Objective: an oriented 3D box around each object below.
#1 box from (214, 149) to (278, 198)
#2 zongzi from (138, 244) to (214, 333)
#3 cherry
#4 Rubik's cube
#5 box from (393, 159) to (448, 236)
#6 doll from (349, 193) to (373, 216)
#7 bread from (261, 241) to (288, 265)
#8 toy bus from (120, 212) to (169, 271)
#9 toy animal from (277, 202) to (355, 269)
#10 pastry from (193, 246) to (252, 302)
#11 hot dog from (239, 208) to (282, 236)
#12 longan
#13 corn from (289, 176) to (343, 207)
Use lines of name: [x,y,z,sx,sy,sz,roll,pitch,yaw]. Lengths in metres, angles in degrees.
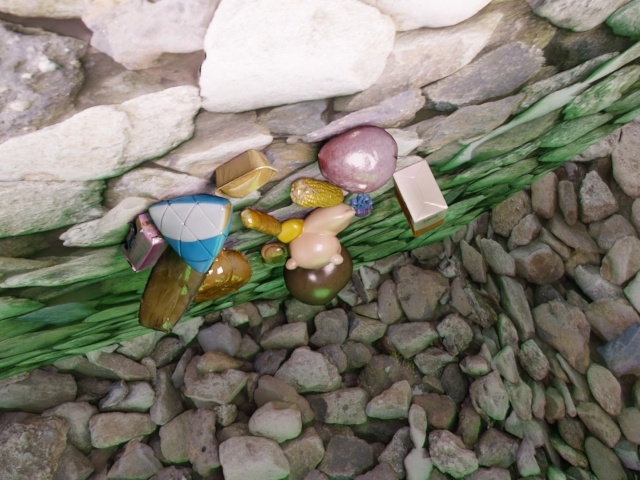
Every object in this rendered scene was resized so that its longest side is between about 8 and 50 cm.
box: [-0.204,-0.168,1.357,0.177,0.111,0.111,-25,167,21]
zongzi: [-0.482,0.111,1.663,0.174,0.356,0.393,24,155,-3]
cherry: [0.114,-0.228,1.443,0.266,0.183,0.213,1,152,-20]
Rubik's cube: [-0.305,-0.069,1.450,0.254,0.254,0.254,-20,168,-4]
box: [0.409,-0.163,2.098,0.143,0.225,0.341,-23,167,4]
doll: [0.175,-0.151,2.165,0.110,0.067,0.206,-6,156,0]
bread: [-0.217,0.061,2.396,0.134,0.081,0.225,-13,169,-9]
toy bus: [-0.541,0.005,1.563,0.090,0.112,0.274,-21,171,-36]
toy animal: [0.007,0.002,2.104,0.345,0.246,0.277,-22,170,4]
pastry: [-0.444,0.127,2.059,0.316,0.184,0.284,-9,157,-40]
hot dog: [-0.212,-0.066,1.868,0.068,0.083,0.289,-42,165,8]
longan: [-0.011,0.153,2.553,0.361,0.361,0.361,-20,168,-4]
corn: [-0.005,-0.163,1.736,0.106,0.106,0.293,-27,171,27]
